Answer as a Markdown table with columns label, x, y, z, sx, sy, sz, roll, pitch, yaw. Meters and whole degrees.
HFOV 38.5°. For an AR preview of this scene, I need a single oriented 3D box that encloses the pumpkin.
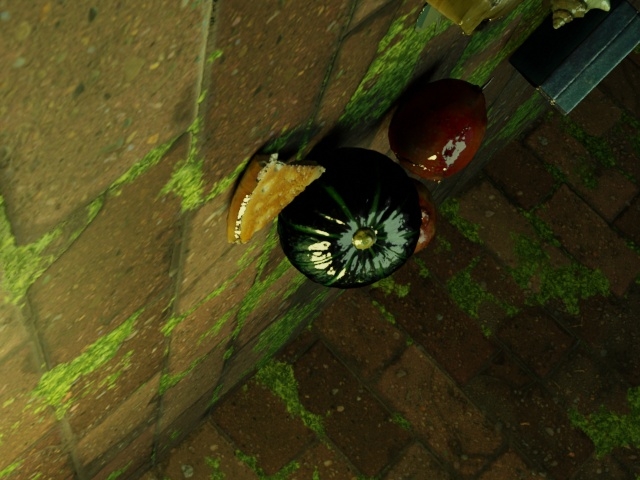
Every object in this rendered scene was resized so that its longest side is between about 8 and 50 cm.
| label | x | y | z | sx | sy | sz | roll | pitch | yaw |
| --- | --- | --- | --- | --- | --- | --- | --- | --- | --- |
| pumpkin | 0.041 | -0.048 | 1.559 | 0.248 | 0.248 | 0.248 | -43 | 171 | -9 |

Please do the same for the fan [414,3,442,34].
| label | x | y | z | sx | sy | sz | roll | pitch | yaw |
| --- | --- | --- | --- | --- | --- | --- | --- | --- | --- |
| fan | 0.185 | -0.355 | 1.414 | 0.113 | 0.005 | 0.175 | -44 | 171 | -4 |

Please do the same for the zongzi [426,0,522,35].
| label | x | y | z | sx | sy | sz | roll | pitch | yaw |
| --- | --- | --- | --- | --- | --- | --- | --- | --- | --- |
| zongzi | 0.263 | -0.413 | 1.173 | 0.289 | 0.123 | 0.260 | -55 | 172 | 29 |

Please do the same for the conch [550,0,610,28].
| label | x | y | z | sx | sy | sz | roll | pitch | yaw |
| --- | --- | --- | --- | --- | --- | --- | --- | --- | --- |
| conch | 0.564 | -0.524 | 1.927 | 0.234 | 0.114 | 0.137 | -32 | 138 | -21 |

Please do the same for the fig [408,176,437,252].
| label | x | y | z | sx | sy | sz | roll | pitch | yaw |
| --- | --- | --- | --- | --- | --- | --- | --- | --- | --- |
| fig | 0.181 | -0.060 | 2.188 | 0.205 | 0.205 | 0.205 | -43 | 171 | -9 |

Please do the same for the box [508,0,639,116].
| label | x | y | z | sx | sy | sz | roll | pitch | yaw |
| --- | --- | --- | --- | --- | --- | --- | --- | --- | --- |
| box | 0.583 | -0.443 | 2.086 | 0.261 | 0.116 | 0.279 | -45 | -163 | 16 |

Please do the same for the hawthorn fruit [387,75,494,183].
| label | x | y | z | sx | sy | sz | roll | pitch | yaw |
| --- | --- | --- | --- | --- | --- | --- | --- | --- | --- |
| hawthorn fruit | 0.233 | -0.226 | 1.710 | 0.235 | 0.181 | 0.181 | -51 | 170 | 9 |

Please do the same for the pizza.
| label | x | y | z | sx | sy | sz | roll | pitch | yaw |
| --- | --- | --- | --- | --- | --- | --- | --- | --- | --- |
| pizza | -0.066 | -0.086 | 1.366 | 0.195 | 0.052 | 0.185 | -30 | 156 | -43 |
